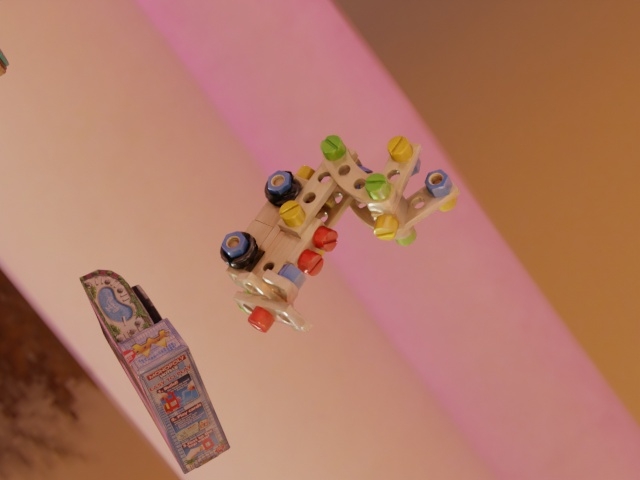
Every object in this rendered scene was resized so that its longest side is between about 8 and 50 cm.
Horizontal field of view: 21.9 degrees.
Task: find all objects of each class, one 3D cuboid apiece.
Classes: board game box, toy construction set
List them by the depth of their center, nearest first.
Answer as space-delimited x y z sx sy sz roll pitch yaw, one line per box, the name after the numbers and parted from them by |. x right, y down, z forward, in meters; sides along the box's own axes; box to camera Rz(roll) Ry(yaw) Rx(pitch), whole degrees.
-0.172 0.119 1.696 0.060 0.194 0.194 -29 157 -11 | board game box
0.000 0.000 2.039 0.215 0.151 0.328 22 -127 34 | toy construction set

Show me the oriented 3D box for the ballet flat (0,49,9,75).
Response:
-0.459 -0.279 2.041 0.073 0.232 0.080 -28 -136 -5 | ballet flat
